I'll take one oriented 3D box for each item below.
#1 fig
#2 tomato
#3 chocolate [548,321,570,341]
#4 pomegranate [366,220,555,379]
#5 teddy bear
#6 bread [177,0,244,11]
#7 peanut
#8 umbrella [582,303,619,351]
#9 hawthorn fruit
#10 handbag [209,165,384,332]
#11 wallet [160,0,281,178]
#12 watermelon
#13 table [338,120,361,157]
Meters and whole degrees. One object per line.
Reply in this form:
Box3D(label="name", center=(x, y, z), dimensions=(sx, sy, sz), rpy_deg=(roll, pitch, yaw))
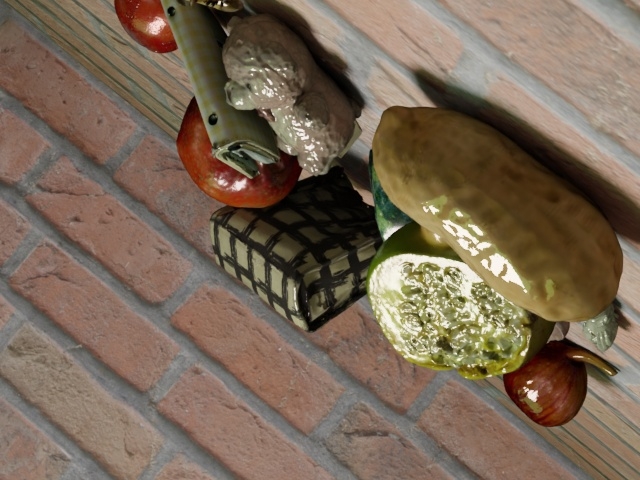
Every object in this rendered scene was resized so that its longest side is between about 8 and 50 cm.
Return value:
Box3D(label="fig", center=(0.470, 0.260, 2.101), dimensions=(0.175, 0.207, 0.175), rpy_deg=(21, -144, -17))
Box3D(label="tomato", center=(-0.338, -0.432, 2.055), dimensions=(0.173, 0.099, 0.189), rpy_deg=(39, 174, -11))
Box3D(label="chocolate", center=(0.338, 0.112, 1.944), dimensions=(0.185, 0.100, 0.303), rpy_deg=(44, 163, -6))
Box3D(label="pomegranate", center=(0.234, 0.039, 1.690), dimensions=(0.309, 0.216, 0.359), rpy_deg=(8, 120, 35))
Box3D(label="teddy bear", center=(-0.051, -0.233, 1.664), dimensions=(0.267, 0.151, 0.236), rpy_deg=(40, 180, -41))
Box3D(label="bread", center=(-0.171, -0.393, 1.303), dimensions=(0.204, 0.163, 0.262), rpy_deg=(38, -165, 0))
Box3D(label="peanut", center=(0.226, -0.044, 1.380), dimensions=(0.387, 0.169, 0.192), rpy_deg=(41, 177, 14))
Box3D(label="umbrella", center=(0.450, 0.131, 1.695), dimensions=(0.143, 0.062, 0.067), rpy_deg=(65, -169, -50))
Box3D(label="hawthorn fruit", center=(-0.153, -0.195, 2.052), dimensions=(0.254, 0.254, 0.300), rpy_deg=(42, -179, -16))
Box3D(label="handbag", center=(0.000, 0.000, 2.052), dimensions=(0.325, 0.327, 0.163), rpy_deg=(33, 139, 46))
Box3D(label="wallet", center=(-0.169, -0.271, 1.777), dimensions=(0.310, 0.077, 0.223), rpy_deg=(70, -164, 13))
Box3D(label="watermelon", center=(0.136, -0.064, 1.874), dimensions=(0.207, 0.136, 0.202), rpy_deg=(54, 168, 7))
Box3D(label="table", center=(0.014, -0.202, 1.839), dimensions=(0.083, 0.062, 0.079), rpy_deg=(35, 171, 30))
